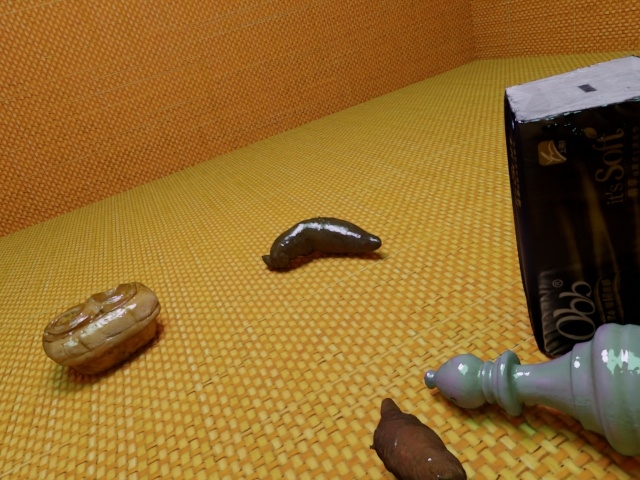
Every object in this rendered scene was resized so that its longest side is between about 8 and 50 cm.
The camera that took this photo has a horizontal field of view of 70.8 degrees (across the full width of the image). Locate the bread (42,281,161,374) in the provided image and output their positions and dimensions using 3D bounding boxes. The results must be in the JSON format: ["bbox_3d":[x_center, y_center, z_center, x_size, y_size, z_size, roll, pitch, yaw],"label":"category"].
[{"bbox_3d":[-0.459,0.183,0.964,0.236,0.120,0.198,-33,28,-29],"label":"bread"}]

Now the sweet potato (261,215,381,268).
[{"bbox_3d":[-0.002,-0.002,1.089,0.309,0.098,0.124,-8,48,15],"label":"sweet potato"}]

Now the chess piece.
[{"bbox_3d":[0.256,0.177,0.559,0.271,0.139,0.139,-12,23,39],"label":"chess piece"}]

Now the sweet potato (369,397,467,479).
[{"bbox_3d":[0.090,0.222,0.482,0.072,0.066,0.314,-20,-13,-2],"label":"sweet potato"}]

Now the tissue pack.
[{"bbox_3d":[0.373,-0.044,0.621,0.198,0.370,0.210,-7,27,23],"label":"tissue pack"}]
